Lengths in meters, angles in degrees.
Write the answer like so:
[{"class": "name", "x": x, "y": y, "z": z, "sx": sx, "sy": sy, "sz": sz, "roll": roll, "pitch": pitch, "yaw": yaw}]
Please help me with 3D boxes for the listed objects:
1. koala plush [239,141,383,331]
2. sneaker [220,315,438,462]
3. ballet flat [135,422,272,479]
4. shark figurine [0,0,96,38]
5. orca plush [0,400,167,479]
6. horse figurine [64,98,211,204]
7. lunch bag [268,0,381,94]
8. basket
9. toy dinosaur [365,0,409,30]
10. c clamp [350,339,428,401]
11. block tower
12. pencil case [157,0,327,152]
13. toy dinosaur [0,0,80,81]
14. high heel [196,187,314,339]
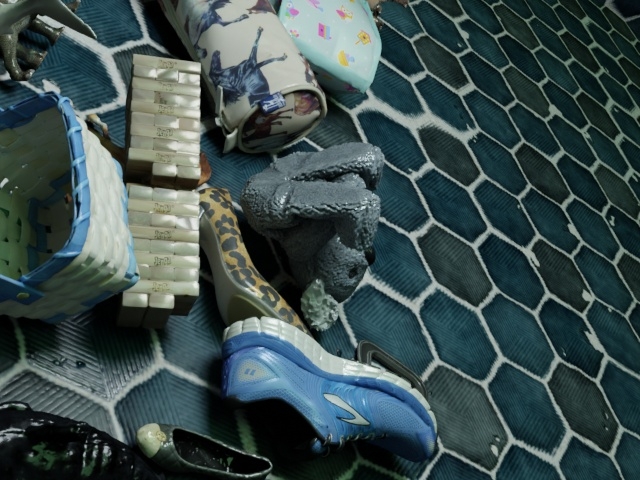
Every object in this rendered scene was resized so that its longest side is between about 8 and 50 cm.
[{"class": "koala plush", "x": 0.000, "y": 0.000, "z": 1.301, "sx": 0.196, "sy": 0.203, "sz": 0.221, "roll": -80, "pitch": 163, "yaw": -55}, {"class": "sneaker", "x": 0.007, "y": 0.227, "z": 1.157, "sx": 0.330, "sy": 0.129, "sz": 0.147, "roll": 27, "pitch": 55, "yaw": -22}, {"class": "ballet flat", "x": -0.133, "y": 0.241, "z": 1.034, "sx": 0.173, "sy": 0.049, "sz": 0.058, "roll": 26, "pitch": 40, "yaw": -32}, {"class": "shark figurine", "x": -0.428, "y": -0.220, "z": 1.095, "sx": 0.278, "sy": 0.166, "sz": 0.116, "roll": -33, "pitch": 118, "yaw": -26}, {"class": "orca plush", "x": -0.249, "y": 0.224, "z": 0.888, "sx": 0.287, "sy": 0.102, "sz": 0.151, "roll": 30, "pitch": 39, "yaw": -23}, {"class": "horse figurine", "x": -0.245, "y": -0.112, "z": 1.245, "sx": 0.263, "sy": 0.066, "sz": 0.175, "roll": 2, "pitch": 49, "yaw": -42}, {"class": "lunch bag", "x": -0.014, "y": -0.387, "z": 1.665, "sx": 0.223, "sy": 0.160, "sz": 0.262, "roll": 27, "pitch": 35, "yaw": -27}, {"class": "basket", "x": -0.333, "y": -0.043, "z": 0.948, "sx": 0.289, "sy": 0.201, "sz": 0.255, "roll": 48, "pitch": 22, "yaw": -53}, {"class": "toy dinosaur", "x": 0.068, "y": -0.552, "z": 1.942, "sx": 0.200, "sy": 0.127, "sz": 0.296, "roll": 22, "pitch": 36, "yaw": -20}, {"class": "c clamp", "x": 0.100, "y": 0.208, "z": 1.324, "sx": 0.160, "sy": 0.022, "sz": 0.137, "roll": 33, "pitch": 23, "yaw": -20}, {"class": "block tower", "x": -0.201, "y": -0.062, "z": 1.131, "sx": 0.090, "sy": 0.097, "sz": 0.336, "roll": 5, "pitch": 68, "yaw": -17}, {"class": "pencil case", "x": -0.159, "y": -0.339, "z": 1.464, "sx": 0.183, "sy": 0.160, "sz": 0.410, "roll": -19, "pitch": 70, "yaw": -34}, {"class": "toy dinosaur", "x": -0.431, "y": -0.304, "z": 1.211, "sx": 0.160, "sy": 0.121, "sz": 0.314, "roll": 35, "pitch": 69, "yaw": -19}, {"class": "high heel", "x": -0.089, "y": 0.033, "z": 1.237, "sx": 0.261, "sy": 0.093, "sz": 0.186, "roll": 34, "pitch": 43, "yaw": -3}]
